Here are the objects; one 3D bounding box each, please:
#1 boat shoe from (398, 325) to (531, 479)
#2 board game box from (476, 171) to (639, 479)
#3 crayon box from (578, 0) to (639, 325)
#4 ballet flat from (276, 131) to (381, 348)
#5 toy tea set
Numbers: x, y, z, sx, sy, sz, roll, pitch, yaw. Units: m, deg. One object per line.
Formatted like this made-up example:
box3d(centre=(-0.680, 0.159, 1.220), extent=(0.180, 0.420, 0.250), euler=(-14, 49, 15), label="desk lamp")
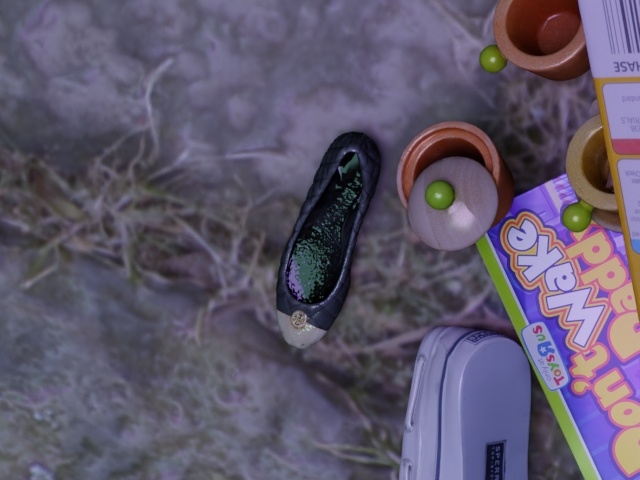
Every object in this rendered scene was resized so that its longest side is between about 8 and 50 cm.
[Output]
box3d(centre=(0.101, 0.190, 1.346), extent=(0.084, 0.095, 0.258), euler=(14, 97, 55), label="boat shoe")
box3d(centre=(0.281, 0.092, 1.247), extent=(0.233, 0.078, 0.347), euler=(-27, 82, 18), label="board game box")
box3d(centre=(0.281, -0.022, 1.070), extent=(0.203, 0.083, 0.323), euler=(2, 114, 38), label="crayon box")
box3d(centre=(0.000, 0.000, 1.351), extent=(0.057, 0.049, 0.173), euler=(19, 105, 11), label="ballet flat")
box3d(centre=(0.180, -0.126, 1.186), extent=(0.200, 0.124, 0.336), euler=(33, 93, 28), label="toy tea set")
